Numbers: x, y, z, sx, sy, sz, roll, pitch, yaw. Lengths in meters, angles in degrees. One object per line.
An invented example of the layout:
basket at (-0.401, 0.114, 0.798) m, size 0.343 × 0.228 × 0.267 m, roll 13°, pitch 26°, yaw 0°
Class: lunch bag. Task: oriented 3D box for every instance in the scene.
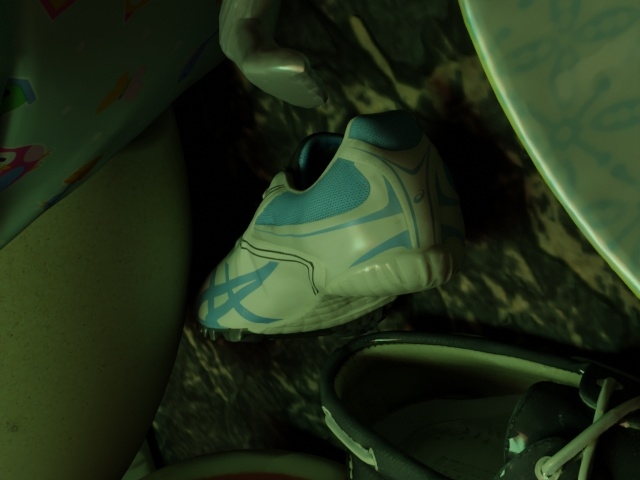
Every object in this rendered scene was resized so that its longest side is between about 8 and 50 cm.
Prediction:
lunch bag at (-0.113, -0.141, 0.782) m, size 0.160 × 0.223 × 0.262 m, roll 38°, pitch 147°, yaw 10°

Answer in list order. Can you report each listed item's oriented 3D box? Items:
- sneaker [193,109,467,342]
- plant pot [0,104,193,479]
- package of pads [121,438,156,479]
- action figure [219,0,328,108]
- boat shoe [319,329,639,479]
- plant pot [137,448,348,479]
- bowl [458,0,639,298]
sneaker at (0.000, 0.000, 0.932) m, size 0.237 × 0.085 × 0.086 m, roll 150°, pitch 115°, yaw -64°
plant pot at (-0.176, -0.019, 0.983) m, size 0.284 × 0.284 × 0.191 m, roll 43°, pitch 122°, yaw 14°
package of pads at (-0.217, 0.117, 1.298) m, size 0.229 × 0.101 × 0.296 m, roll 24°, pitch 138°, yaw 36°
action figure at (-0.088, -0.242, 0.579) m, size 0.341 × 0.330 × 0.178 m, roll 20°, pitch 167°, yaw -8°
boat shoe at (0.103, 0.101, 0.852) m, size 0.302 × 0.114 × 0.091 m, roll 3°, pitch 130°, yaw 51°
plant pot at (-0.035, 0.266, 1.081) m, size 0.275 × 0.275 × 0.243 m, roll 27°, pitch 132°, yaw 35°
bowl at (0.186, -0.090, 0.509) m, size 0.289 × 0.156 × 0.289 m, roll 33°, pitch 145°, yaw 28°
